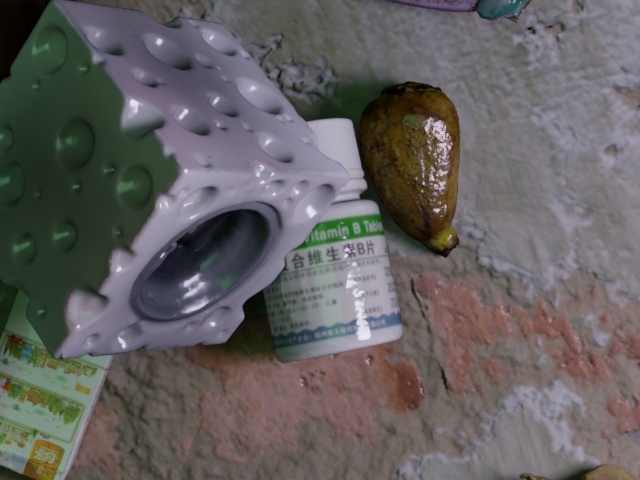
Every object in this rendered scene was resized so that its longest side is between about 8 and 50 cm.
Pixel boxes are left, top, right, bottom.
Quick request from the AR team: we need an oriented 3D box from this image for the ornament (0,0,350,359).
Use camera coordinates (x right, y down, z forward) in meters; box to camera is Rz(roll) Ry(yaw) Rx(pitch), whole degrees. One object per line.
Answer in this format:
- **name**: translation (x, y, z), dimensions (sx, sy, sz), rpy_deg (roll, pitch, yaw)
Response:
- **ornament**: translation (-0.169, -0.057, 1.502), dimensions (0.239, 0.239, 0.240), rpy_deg (52, 119, 26)

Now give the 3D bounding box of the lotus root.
- **lotus root**: translation (0.102, -0.071, 1.632), dimensions (0.108, 0.094, 0.190), rpy_deg (-10, 93, 37)

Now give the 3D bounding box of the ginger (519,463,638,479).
- **ginger**: translation (0.292, 0.326, 1.622), dimensions (0.133, 0.059, 0.214), rpy_deg (-17, 88, -6)

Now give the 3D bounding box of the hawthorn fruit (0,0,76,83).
- **hawthorn fruit**: translation (-0.367, -0.197, 1.582), dimensions (0.301, 0.268, 0.267), rpy_deg (4, 88, -5)

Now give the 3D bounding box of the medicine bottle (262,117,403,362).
- **medicine bottle**: translation (0.000, 0.000, 1.610), dimensions (0.139, 0.139, 0.236), rpy_deg (-10, 87, 3)

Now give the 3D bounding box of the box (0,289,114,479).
- **box**: translation (-0.291, 0.141, 1.673), dimensions (0.122, 0.032, 0.220), rpy_deg (21, 88, 3)

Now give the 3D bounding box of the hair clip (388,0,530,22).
- **hair clip**: translation (0.067, -0.322, 1.654), dimensions (0.359, 0.110, 0.095), rpy_deg (26, 49, 8)
